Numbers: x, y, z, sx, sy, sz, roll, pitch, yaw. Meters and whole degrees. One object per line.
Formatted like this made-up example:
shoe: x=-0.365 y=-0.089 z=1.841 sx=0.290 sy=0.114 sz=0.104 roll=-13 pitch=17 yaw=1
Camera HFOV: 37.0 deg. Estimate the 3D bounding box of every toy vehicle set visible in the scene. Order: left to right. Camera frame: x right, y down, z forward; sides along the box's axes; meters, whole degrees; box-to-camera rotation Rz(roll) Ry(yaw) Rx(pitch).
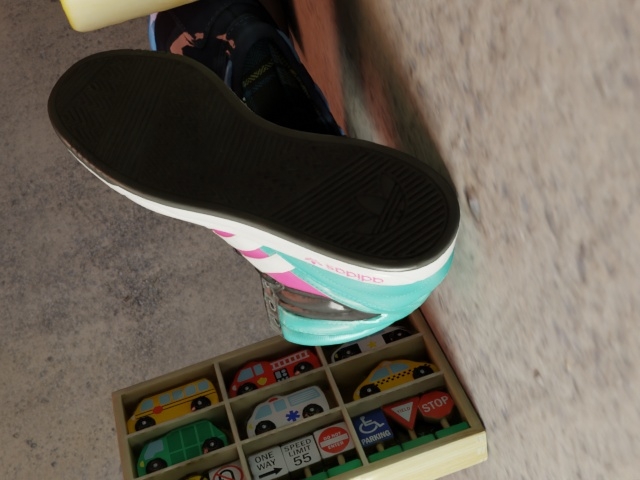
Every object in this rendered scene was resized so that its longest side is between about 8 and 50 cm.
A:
toy vehicle set: x=-0.024 y=0.145 z=0.754 sx=0.166 sy=0.267 sz=0.035 roll=-117 pitch=11 yaw=-50

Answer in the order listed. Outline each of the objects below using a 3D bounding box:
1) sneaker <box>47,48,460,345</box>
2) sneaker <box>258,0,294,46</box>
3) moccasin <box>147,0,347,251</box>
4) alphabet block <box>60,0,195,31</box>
sneaker: x=-0.043 y=-0.021 z=0.678 sx=0.295 sy=0.124 sz=0.178 roll=25 pitch=157 yaw=17
sneaker: x=-0.110 y=-0.318 z=1.041 sx=0.147 sy=0.104 sz=0.296 roll=81 pitch=164 yaw=-45
moccasin: x=-0.039 y=-0.061 z=0.796 sx=0.117 sy=0.138 sz=0.342 roll=40 pitch=170 yaw=38
alphabet block: x=-0.110 y=-0.287 z=0.633 sx=0.192 sy=0.197 sz=0.193 roll=81 pitch=169 yaw=-57
